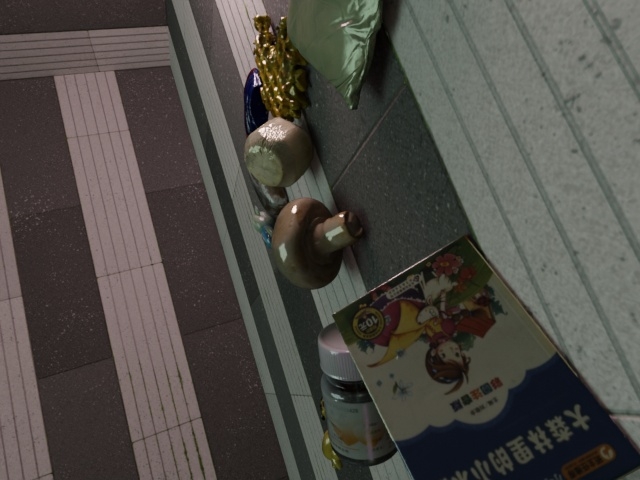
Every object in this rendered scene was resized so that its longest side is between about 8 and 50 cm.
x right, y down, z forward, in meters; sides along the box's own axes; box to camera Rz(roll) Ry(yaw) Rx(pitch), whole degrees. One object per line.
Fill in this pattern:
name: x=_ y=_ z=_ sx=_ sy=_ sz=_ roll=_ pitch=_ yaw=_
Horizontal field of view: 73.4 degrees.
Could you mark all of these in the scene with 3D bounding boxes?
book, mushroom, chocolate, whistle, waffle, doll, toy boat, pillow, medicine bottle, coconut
book: x=0.174 y=0.167 z=0.532 sx=0.323 sy=0.228 sz=0.018 roll=61 pitch=-174 yaw=34
mushroom: x=-0.006 y=-0.003 z=0.968 sx=0.207 sy=0.209 sz=0.206 roll=62 pitch=-172 yaw=-15
chocolate: x=-0.185 y=-0.202 z=1.401 sx=0.157 sy=0.080 sz=0.254 roll=153 pitch=102 yaw=-69
whistle: x=-0.173 y=-0.021 z=1.510 sx=0.236 sy=0.077 sz=0.114 roll=55 pitch=161 yaw=32
waffle: x=-0.109 y=-0.425 z=1.076 sx=0.293 sy=0.068 sz=0.260 roll=-136 pitch=38 yaw=-57
doll: x=0.043 y=0.574 z=1.311 sx=0.117 sy=0.086 sz=0.292 roll=-133 pitch=37 yaw=-60
toy boat: x=-0.216 y=-0.389 z=1.351 sx=0.318 sy=0.071 sz=0.220 roll=155 pitch=113 yaw=-72
pillow: x=0.032 y=-0.410 z=0.710 sx=0.274 sy=0.076 sz=0.281 roll=57 pitch=147 yaw=36
medicine bottle: x=0.083 y=0.319 z=0.920 sx=0.165 sy=0.164 sz=0.274 roll=-153 pitch=51 yaw=-64
coconut: x=-0.101 y=-0.221 z=1.064 sx=0.160 sy=0.162 sz=0.161 roll=15 pitch=132 yaw=18
